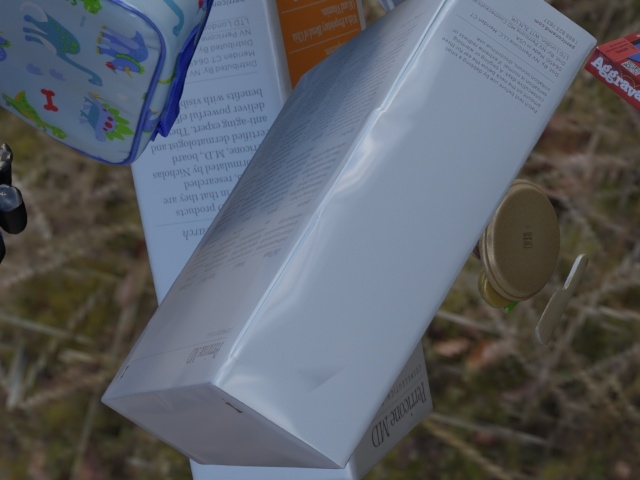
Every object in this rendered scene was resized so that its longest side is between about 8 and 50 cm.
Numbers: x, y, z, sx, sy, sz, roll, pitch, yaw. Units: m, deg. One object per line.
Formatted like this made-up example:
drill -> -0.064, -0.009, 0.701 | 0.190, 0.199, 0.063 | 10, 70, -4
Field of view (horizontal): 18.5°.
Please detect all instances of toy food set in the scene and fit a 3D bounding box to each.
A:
toy food set -> 0.192, 0.003, 1.980 | 0.038, 0.192, 0.132 | 2, 50, 45

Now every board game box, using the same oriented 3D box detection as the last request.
board game box -> 0.360, -0.146, 1.748 | 0.145, 0.281, 0.027 | 42, 125, 18

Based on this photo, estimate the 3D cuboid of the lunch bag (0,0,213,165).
lunch bag -> -0.163, -0.148, 1.303 | 0.090, 0.176, 0.219 | -60, -2, -27

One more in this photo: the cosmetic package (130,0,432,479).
cosmetic package -> -0.041, -0.025, 1.747 | 0.162, 0.230, 0.453 | -6, 101, 22

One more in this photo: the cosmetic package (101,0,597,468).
cosmetic package -> 0.000, 0.000, 1.226 | 0.284, 0.097, 0.377 | -56, 9, -13

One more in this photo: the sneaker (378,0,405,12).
sneaker -> 0.149, -0.255, 2.301 | 0.115, 0.281, 0.105 | 9, 56, 48

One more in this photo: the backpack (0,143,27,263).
backpack -> -0.336, 0.019, 1.092 | 0.276, 0.263, 0.213 | -44, 16, 55
